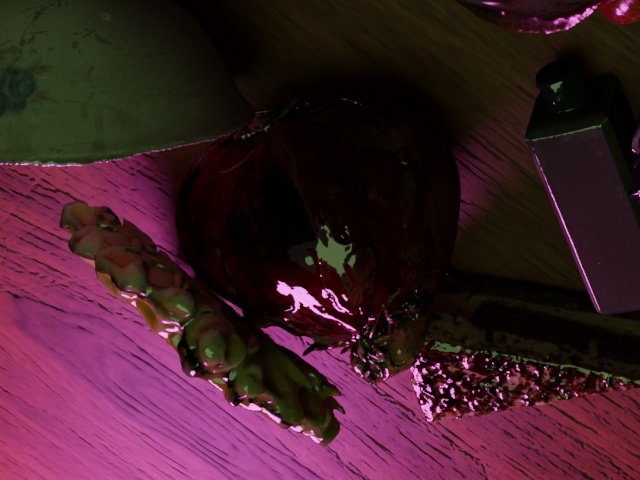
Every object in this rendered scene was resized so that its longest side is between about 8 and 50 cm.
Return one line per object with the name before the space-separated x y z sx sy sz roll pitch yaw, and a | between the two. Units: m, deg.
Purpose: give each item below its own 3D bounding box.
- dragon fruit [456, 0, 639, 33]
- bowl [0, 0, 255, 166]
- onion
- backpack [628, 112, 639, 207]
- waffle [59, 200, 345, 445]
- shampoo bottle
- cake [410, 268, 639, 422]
dragon fruit | 0.154 -0.275 1.164 0.295 0.130 0.268 -13 110 48
bowl | -0.217 -0.170 1.338 0.313 0.313 0.146 3 109 18
onion | -0.007 -0.019 1.406 0.281 0.221 0.281 7 111 20
backpack | 0.314 -0.076 1.275 0.106 0.165 0.120 45 125 -4
waffle | -0.113 0.082 1.501 0.297 0.073 0.317 39 179 40
shampoo bottle | 0.252 -0.051 1.372 0.079 0.080 0.246 -12 122 26
cake | 0.210 0.123 1.509 0.246 0.112 0.135 9 132 9
